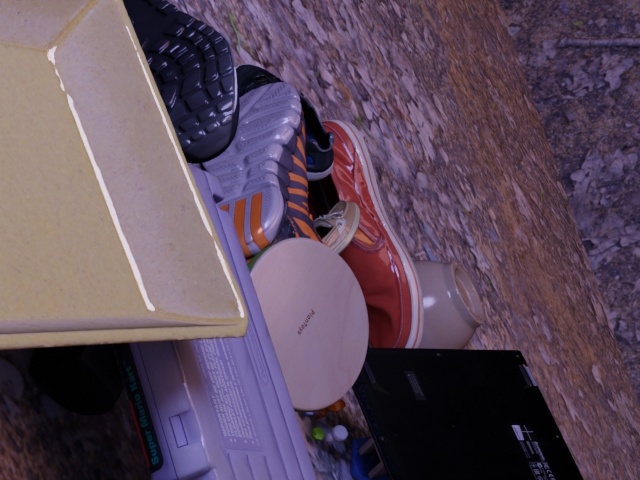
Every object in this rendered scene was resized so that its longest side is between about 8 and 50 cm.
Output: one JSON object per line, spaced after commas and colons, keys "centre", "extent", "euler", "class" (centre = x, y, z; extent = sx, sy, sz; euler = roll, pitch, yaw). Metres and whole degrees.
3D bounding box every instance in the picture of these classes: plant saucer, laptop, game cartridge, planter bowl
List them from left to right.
{"centre": [-0.228, -0.060, 1.186], "extent": [0.333, 0.081, 0.333], "euler": [2, 61, -57], "class": "plant saucer"}
{"centre": [-0.104, 0.091, 1.382], "extent": [0.230, 0.068, 0.355], "euler": [18, 51, -64], "class": "game cartridge"}
{"centre": [0.162, 0.093, 2.276], "extent": [0.162, 0.109, 0.162], "euler": [53, 21, -30], "class": "planter bowl"}
{"centre": [0.206, 0.345, 1.902], "extent": [0.408, 0.236, 0.382], "euler": [4, 46, -32], "class": "laptop"}

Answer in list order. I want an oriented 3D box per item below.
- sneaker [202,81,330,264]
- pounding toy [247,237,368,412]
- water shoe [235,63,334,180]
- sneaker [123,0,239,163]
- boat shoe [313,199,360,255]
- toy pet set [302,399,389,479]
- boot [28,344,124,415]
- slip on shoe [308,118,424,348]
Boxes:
{"centre": [-0.053, -0.036, 1.902], "extent": [0.180, 0.124, 0.321], "euler": [58, 25, -36], "class": "sneaker"}
{"centre": [-0.067, 0.101, 1.717], "extent": [0.237, 0.110, 0.183], "euler": [-24, 99, -42], "class": "pounding toy"}
{"centre": [-0.041, -0.167, 2.040], "extent": [0.073, 0.080, 0.203], "euler": [-23, 60, -29], "class": "water shoe"}
{"centre": [-0.129, -0.133, 1.450], "extent": [0.283, 0.107, 0.124], "euler": [52, -9, 48], "class": "sneaker"}
{"centre": [-0.001, 0.001, 1.988], "extent": [0.048, 0.056, 0.153], "euler": [47, 57, -22], "class": "boat shoe"}
{"centre": [0.033, 0.246, 1.851], "extent": [0.114, 0.065, 0.122], "euler": [-5, 62, -33], "class": "toy pet set"}
{"centre": [-0.210, -0.035, 1.394], "extent": [0.264, 0.096, 0.280], "euler": [52, 35, -33], "class": "boot"}
{"centre": [0.038, 0.005, 2.096], "extent": [0.101, 0.123, 0.331], "euler": [-15, 83, -39], "class": "slip on shoe"}
